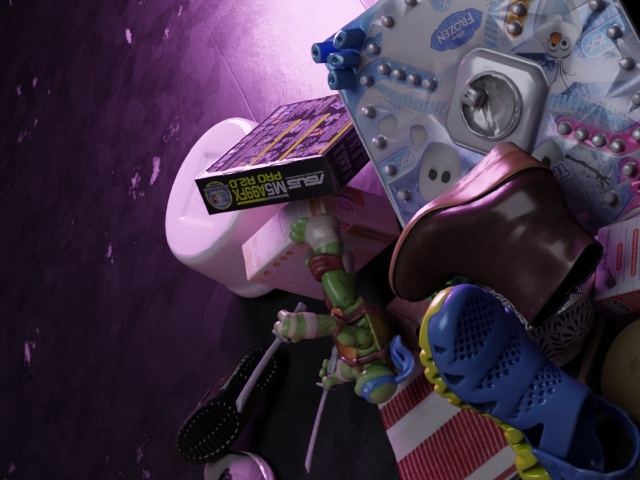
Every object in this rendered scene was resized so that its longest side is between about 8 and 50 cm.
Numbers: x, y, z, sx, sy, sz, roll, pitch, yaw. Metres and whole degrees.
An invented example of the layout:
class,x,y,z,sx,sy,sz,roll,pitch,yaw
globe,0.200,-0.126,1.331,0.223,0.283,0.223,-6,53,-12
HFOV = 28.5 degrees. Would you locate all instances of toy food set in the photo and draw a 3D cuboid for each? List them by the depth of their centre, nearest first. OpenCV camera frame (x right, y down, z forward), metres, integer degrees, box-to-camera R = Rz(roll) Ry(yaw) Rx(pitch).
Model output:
class,x,y,z,sx,sy,sz,roll,pitch,yaw
toy food set,0.355,0.146,1.377,0.192,0.039,0.132,3,73,65

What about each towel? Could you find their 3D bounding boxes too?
class,x,y,z,sx,sy,sz,roll,pitch,yaw
towel,0.167,0.186,1.609,0.237,0.037,0.329,-47,44,32

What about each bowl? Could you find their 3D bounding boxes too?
class,x,y,z,sx,sy,sz,roll,pitch,yaw
bowl,0.255,0.101,1.461,0.170,0.170,0.080,-10,112,52

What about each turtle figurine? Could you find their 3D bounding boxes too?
class,x,y,z,sx,sy,sz,roll,pitch,yaw
turtle figurine,-0.012,0.120,1.675,0.275,0.198,0.266,-39,44,32

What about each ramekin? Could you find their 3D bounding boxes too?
class,x,y,z,sx,sy,sz,roll,pitch,yaw
ramekin,-0.126,-0.059,1.998,0.277,0.135,0.277,-32,47,41

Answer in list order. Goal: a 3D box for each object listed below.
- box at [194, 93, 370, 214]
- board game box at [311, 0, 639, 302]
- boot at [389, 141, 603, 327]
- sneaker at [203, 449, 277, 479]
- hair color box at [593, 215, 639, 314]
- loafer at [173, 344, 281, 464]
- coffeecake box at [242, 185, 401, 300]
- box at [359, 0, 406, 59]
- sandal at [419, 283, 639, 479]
class,x,y,z,sx,sy,sz,roll,pitch,yaw
box,-0.020,-0.132,1.776,0.216,0.270,0.060,-8,114,31
board game box,0.202,-0.161,1.511,0.390,0.050,0.389,-31,80,36
boot,0.189,0.027,1.427,0.248,0.090,0.206,-52,41,23
sneaker,-0.117,0.383,1.849,0.271,0.108,0.100,37,108,57
hair color box,0.379,0.016,1.365,0.167,0.053,0.093,-19,52,47
loafer,-0.139,0.254,1.946,0.220,0.080,0.078,-48,4,-1
coffeecake box,0.000,0.000,1.817,0.185,0.142,0.068,-41,47,36
box,0.194,-0.430,1.701,0.312,0.179,0.343,-54,40,27
sandal,0.229,0.159,1.318,0.138,0.317,0.126,-7,45,53
